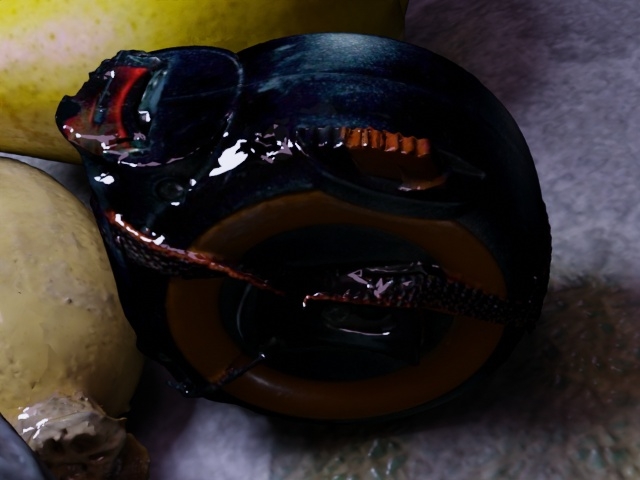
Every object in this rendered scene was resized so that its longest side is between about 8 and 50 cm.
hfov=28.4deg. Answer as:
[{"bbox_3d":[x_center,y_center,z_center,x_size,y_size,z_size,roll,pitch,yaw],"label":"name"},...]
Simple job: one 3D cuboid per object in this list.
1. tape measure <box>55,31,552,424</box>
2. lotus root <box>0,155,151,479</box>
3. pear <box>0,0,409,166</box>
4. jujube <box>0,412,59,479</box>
[{"bbox_3d":[0.000,0.000,0.617,0.223,0.202,0.135,0,45,7],"label":"tape measure"},{"bbox_3d":[-0.186,0.032,0.727,0.146,0.130,0.303,-31,40,-10],"label":"lotus root"},{"bbox_3d":[-0.108,-0.154,0.814,0.336,0.285,0.285,-31,35,22],"label":"pear"},{"bbox_3d":[-0.239,0.159,0.540,0.247,0.215,0.308,-27,30,-30],"label":"jujube"}]
